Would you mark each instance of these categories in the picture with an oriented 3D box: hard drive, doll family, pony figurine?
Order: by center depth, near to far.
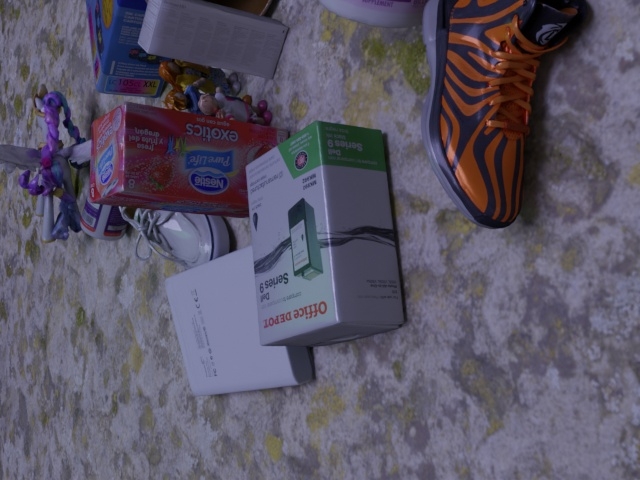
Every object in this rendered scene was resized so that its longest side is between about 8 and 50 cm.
[{"bbox_3d":[-0.152,0.145,1.430,0.353,0.047,0.233,-20,84,53],"label":"hard drive"},{"bbox_3d":[-0.209,-0.268,1.493,0.118,0.163,0.263,-53,46,37],"label":"doll family"},{"bbox_3d":[-0.684,-0.189,2.108,0.351,0.302,0.364,-132,40,-56],"label":"pony figurine"}]

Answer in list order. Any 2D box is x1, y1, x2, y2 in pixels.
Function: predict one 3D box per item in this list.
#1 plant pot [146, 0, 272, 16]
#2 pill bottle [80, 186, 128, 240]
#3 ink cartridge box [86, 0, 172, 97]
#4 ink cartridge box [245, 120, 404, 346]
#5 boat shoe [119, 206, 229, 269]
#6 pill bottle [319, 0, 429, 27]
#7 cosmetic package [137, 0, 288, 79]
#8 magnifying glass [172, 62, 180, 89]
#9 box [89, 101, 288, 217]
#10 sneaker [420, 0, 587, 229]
[{"bbox_3d":[-0.209,-0.532,1.502,0.237,0.237,0.254,-59,27,32],"label":"plant pot"},{"bbox_3d":[-0.485,-0.106,1.914,0.108,0.108,0.194,49,125,45],"label":"pill bottle"},{"bbox_3d":[-0.383,-0.529,1.727,0.395,0.151,0.270,-50,48,53],"label":"ink cartridge box"},{"bbox_3d":[0.000,0.000,1.204,0.211,0.121,0.289,-24,67,52],"label":"ink cartridge box"},{"bbox_3d":[-0.317,-0.033,1.626,0.367,0.156,0.136,36,115,51],"label":"boat shoe"},{"bbox_3d":[0.094,-0.436,1.026,0.169,0.169,0.302,52,142,44],"label":"pill bottle"},{"bbox_3d":[-0.180,-0.350,1.397,0.060,0.239,0.099,48,124,46],"label":"cosmetic package"},{"bbox_3d":[-0.250,-0.361,1.684,0.231,0.026,0.092,-38,56,45],"label":"magnifying glass"},{"bbox_3d":[-0.216,-0.124,1.370,0.154,0.299,0.142,-8,79,54],"label":"box"},{"bbox_3d":[0.209,-0.184,0.927,0.180,0.124,0.321,-27,64,51],"label":"sneaker"}]
